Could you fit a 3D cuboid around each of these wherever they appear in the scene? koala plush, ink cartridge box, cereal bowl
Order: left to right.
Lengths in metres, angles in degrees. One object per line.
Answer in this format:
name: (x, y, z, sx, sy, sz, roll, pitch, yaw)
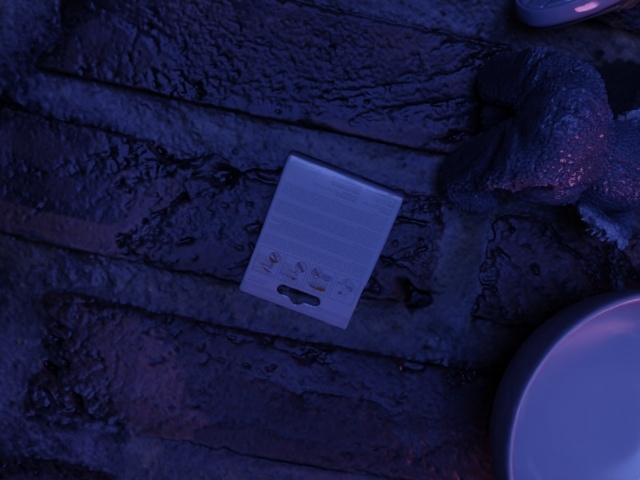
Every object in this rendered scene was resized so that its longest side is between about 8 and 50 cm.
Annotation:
ink cartridge box: (0.000, 0.000, 0.721, 0.145, 0.045, 0.179, 21, 107, -6)
koala plush: (0.288, -0.094, 0.672, 0.221, 0.203, 0.196, 23, 89, -17)
cereal bowl: (0.351, 0.220, 0.694, 0.338, 0.141, 0.339, 0, 91, -4)

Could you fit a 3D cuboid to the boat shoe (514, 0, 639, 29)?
boat shoe: (0.373, -0.323, 0.708, 0.302, 0.094, 0.109, -29, 52, 2)
